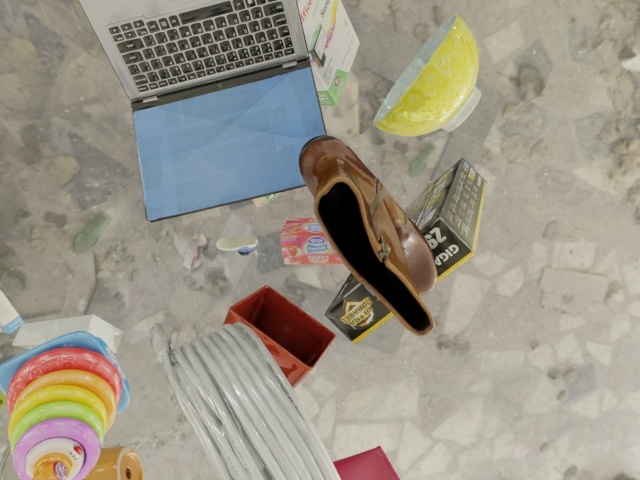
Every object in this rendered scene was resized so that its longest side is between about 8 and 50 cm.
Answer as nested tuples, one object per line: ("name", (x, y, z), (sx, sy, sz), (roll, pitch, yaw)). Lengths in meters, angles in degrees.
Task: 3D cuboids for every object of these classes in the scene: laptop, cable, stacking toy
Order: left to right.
("stacking toy", (-0.367, 0.275, 0.681), (0.165, 0.302, 0.175), (-24, 114, -12))
("laptop", (-0.206, -0.296, 0.883), (0.381, 0.236, 0.408), (-13, 133, 3))
("cable", (-0.065, 0.210, 0.492), (0.089, 0.257, 0.257), (-27, 120, -23))

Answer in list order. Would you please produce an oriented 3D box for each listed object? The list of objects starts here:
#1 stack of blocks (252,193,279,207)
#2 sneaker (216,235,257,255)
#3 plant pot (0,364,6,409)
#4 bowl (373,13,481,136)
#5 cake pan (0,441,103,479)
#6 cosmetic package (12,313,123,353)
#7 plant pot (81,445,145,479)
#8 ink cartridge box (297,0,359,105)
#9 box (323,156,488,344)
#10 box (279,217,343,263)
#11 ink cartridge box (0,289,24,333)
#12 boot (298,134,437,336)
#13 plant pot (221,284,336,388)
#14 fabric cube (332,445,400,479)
("stack of blocks", (-0.259, -0.267, 1.722), (0.171, 0.087, 0.297), (-43, 105, -35))
("sneaker", (-0.314, 0.025, 1.821), (0.152, 0.085, 0.058), (-8, 62, -20))
("plant pot", (-1.020, 0.457, 1.334), (0.227, 0.207, 0.228), (-35, 126, 6))
("bowl", (0.267, -0.338, 1.109), (0.156, 0.289, 0.289), (34, 91, -10))
("cake pan", (-0.755, 0.613, 1.367), (0.293, 0.054, 0.293), (-6, 98, -58))
("cosmetic package", (-0.590, 0.227, 1.139), (0.239, 0.060, 0.099), (-10, 145, 23))
("plant pot", (-0.538, 0.587, 1.168), (0.187, 0.205, 0.205), (-19, 106, 1))
("ink cartridge box", (-0.028, -0.484, 1.149), (0.278, 0.117, 0.201), (44, 62, -58))
("box", (0.158, 0.006, 0.842), (0.079, 0.322, 0.257), (45, 121, -3))
("box", (0.000, 0.000, 1.689), (0.256, 0.128, 0.123), (-1, 120, 11))
("ink cartridge box", (-1.110, 0.226, 1.663), (0.061, 0.104, 0.181), (-51, 131, -46))
("boot", (0.077, 0.009, 0.511), (0.096, 0.280, 0.264), (-31, 110, 5))
("plant pot", (-0.152, 0.324, 1.390), (0.267, 0.267, 0.236), (34, 106, 9))
("fabric cube", (0.005, 0.516, 0.733), (0.258, 0.254, 0.259), (-2, 130, -35))
